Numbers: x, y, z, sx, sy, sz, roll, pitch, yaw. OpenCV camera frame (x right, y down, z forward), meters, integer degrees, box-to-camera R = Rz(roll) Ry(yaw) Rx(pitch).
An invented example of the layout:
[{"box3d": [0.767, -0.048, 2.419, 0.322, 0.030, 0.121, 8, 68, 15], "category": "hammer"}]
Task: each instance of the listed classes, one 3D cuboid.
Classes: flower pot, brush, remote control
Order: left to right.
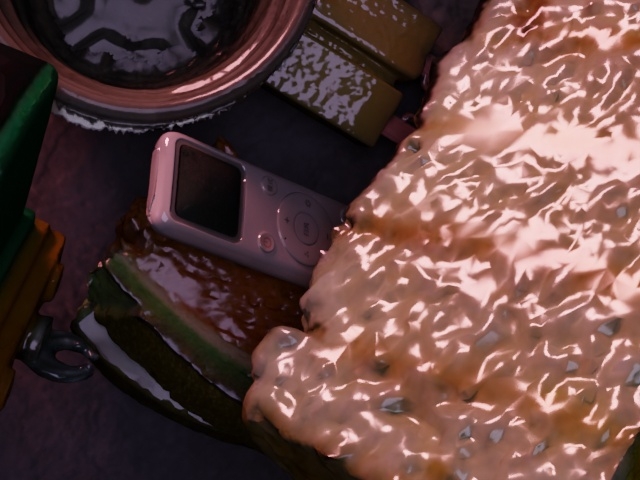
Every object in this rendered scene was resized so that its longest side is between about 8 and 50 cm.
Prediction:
[{"box3d": [-0.118, -0.177, 0.769, 0.236, 0.140, 0.235, 0, 89, -10], "category": "flower pot"}, {"box3d": [0.000, 0.000, 0.768, 0.261, 0.029, 0.067, 22, 59, -38], "category": "remote control"}, {"box3d": [0.070, -0.099, 0.844, 0.233, 0.047, 0.103, 31, 85, -14], "category": "brush"}]

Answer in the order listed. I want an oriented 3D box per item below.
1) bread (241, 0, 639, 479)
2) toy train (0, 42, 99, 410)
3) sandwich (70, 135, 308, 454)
[{"box3d": [0.170, 0.041, 0.741, 0.264, 0.239, 0.395, 49, 64, -43], "category": "bread"}, {"box3d": [-0.318, -0.031, 0.664, 0.429, 0.178, 0.249, 22, 125, -9], "category": "toy train"}, {"box3d": [-0.062, 0.045, 0.799, 0.185, 0.109, 0.160, 36, 64, -4], "category": "sandwich"}]
